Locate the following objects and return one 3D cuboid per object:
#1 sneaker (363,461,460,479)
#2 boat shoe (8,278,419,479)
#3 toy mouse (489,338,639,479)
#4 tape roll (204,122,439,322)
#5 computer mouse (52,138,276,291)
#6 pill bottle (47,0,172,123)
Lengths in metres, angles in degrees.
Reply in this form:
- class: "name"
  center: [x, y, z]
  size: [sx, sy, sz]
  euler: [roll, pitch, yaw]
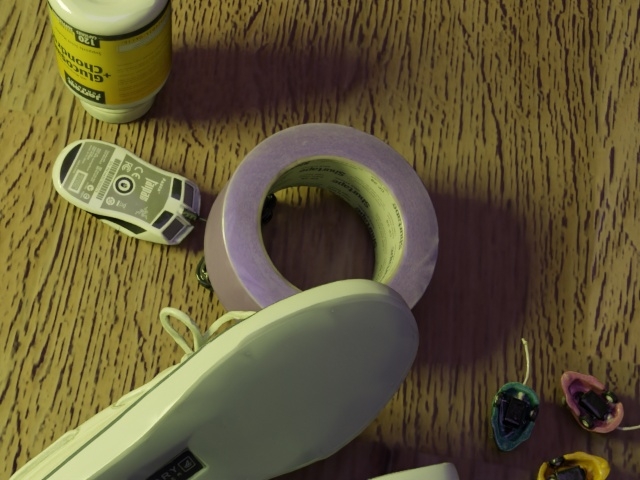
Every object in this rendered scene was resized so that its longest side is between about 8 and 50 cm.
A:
- class: "sneaker"
  center: [-0.003, 0.251, 0.996]
  size: [0.258, 0.094, 0.091]
  euler: [-21, 80, -6]
- class: "boat shoe"
  center: [-0.100, 0.135, 0.996]
  size: [0.367, 0.156, 0.136]
  euler: [-37, 119, -1]
- class: "toy mouse"
  center: [0.198, 0.153, 1.085]
  size: [0.161, 0.031, 0.143]
  euler: [-19, 69, -14]
- class: "tape roll"
  center: [0.000, 0.000, 1.085]
  size: [0.189, 0.080, 0.188]
  euler: [5, 74, -16]
- class: "computer mouse"
  center: [-0.144, -0.031, 1.128]
  size: [0.193, 0.042, 0.106]
  euler: [24, 70, -1]
- class: "pill bottle"
  center: [-0.182, -0.178, 1.109]
  size: [0.103, 0.184, 0.103]
  euler: [2, 65, -5]
